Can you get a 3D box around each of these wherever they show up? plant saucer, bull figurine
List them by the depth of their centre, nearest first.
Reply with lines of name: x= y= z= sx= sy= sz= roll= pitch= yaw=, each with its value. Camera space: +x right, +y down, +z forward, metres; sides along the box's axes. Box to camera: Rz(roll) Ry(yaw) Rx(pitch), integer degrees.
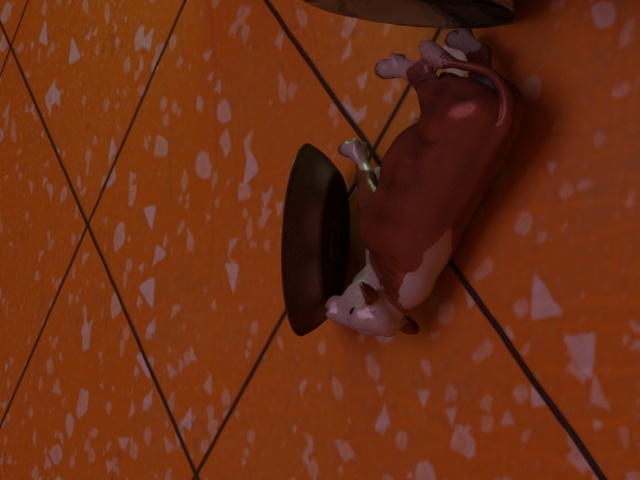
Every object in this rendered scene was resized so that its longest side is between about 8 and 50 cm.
bull figurine: x=0.090 y=-0.053 z=1.264 sx=0.310 sy=0.101 sz=0.188 roll=-58 pitch=40 yaw=33
plant saucer: x=0.000 y=0.000 z=1.359 sx=0.036 sy=0.198 sz=0.198 roll=3 pitch=85 yaw=12

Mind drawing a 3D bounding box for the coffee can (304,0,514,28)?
coffee can: x=0.094 y=-0.350 z=1.222 sx=0.201 sy=0.201 sz=0.275 roll=7 pitch=90 yaw=56
